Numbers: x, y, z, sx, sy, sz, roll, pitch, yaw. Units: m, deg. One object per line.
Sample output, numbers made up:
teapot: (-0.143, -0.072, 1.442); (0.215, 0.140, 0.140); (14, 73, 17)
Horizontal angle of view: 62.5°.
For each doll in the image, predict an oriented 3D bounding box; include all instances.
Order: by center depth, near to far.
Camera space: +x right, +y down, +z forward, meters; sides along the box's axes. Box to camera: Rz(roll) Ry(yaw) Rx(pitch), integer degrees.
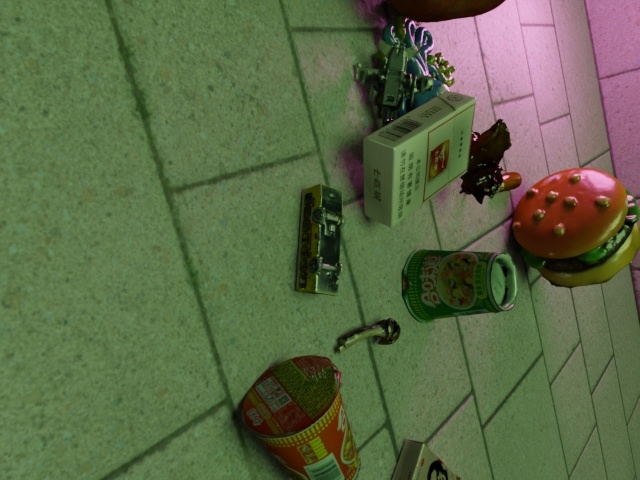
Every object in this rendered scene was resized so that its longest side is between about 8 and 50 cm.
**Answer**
doll: (0.266, -0.425, 1.401); (0.341, 0.099, 0.346); (49, 57, -31)

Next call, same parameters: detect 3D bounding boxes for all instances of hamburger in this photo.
hamburger: (0.864, -0.066, 1.788); (0.277, 0.396, 0.395); (45, 55, -33)

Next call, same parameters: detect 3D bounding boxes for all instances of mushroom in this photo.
mushroom: (0.106, 0.220, 1.200); (0.187, 0.061, 0.060); (-6, 76, -35)

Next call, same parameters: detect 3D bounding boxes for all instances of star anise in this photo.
star anise: (0.440, -0.207, 1.475); (0.346, 0.148, 0.237); (66, -1, -64)

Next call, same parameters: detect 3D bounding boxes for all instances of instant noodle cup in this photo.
instant noodle cup: (-0.017, 0.354, 0.971); (0.193, 0.193, 0.212); (-46, 125, -39)
instant noodle cup: (0.359, 0.111, 1.339); (0.207, 0.233, 0.207); (6, 81, -45)

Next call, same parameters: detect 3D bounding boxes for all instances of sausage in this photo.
sausage: (0.641, -0.202, 1.804); (0.183, 0.054, 0.062); (-13, 67, -44)

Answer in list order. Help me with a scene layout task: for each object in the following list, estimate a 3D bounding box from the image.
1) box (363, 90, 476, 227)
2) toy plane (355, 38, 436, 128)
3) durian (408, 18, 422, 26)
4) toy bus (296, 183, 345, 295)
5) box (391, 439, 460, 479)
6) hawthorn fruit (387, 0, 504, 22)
box: (0.240, -0.203, 1.263); (0.330, 0.095, 0.210); (-35, 138, -34)
toy plane: (0.170, -0.341, 1.265); (0.088, 0.192, 0.262); (-14, 114, -80)
durian: (0.279, -0.661, 1.464); (0.215, 0.086, 0.100); (-38, 98, -40)
toy bus: (0.000, 0.000, 1.090); (0.081, 0.074, 0.226); (12, 76, -46)
box: (0.218, 0.688, 1.248); (0.214, 0.069, 0.353); (49, 52, -31)
hawthorn fruit: (0.282, -0.766, 1.236); (0.472, 0.472, 0.471); (7, 80, -46)
